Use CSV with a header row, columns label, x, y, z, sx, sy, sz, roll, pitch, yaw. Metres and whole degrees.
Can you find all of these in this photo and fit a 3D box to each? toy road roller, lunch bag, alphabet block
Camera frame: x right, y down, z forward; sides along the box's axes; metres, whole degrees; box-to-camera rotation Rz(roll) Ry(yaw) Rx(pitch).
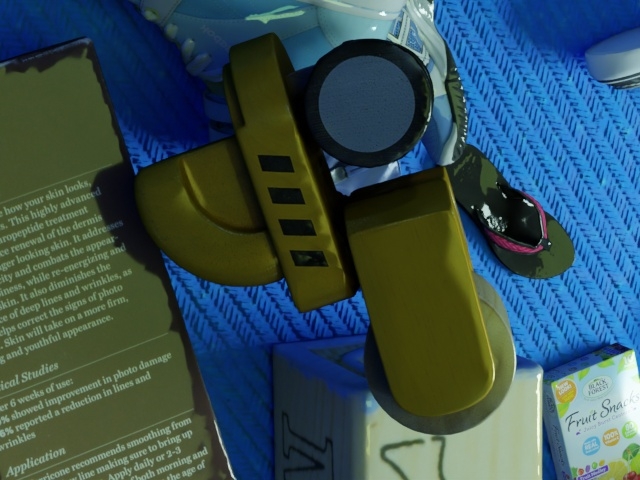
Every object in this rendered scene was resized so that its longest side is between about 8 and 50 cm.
label,x,y,z,sx,sy,sz,roll,pitch,yaw
toy road roller,0.000,0.000,1.346,0.240,0.202,0.330,-18,95,6
lunch bag,0.026,-0.067,1.549,0.098,0.065,0.067,-21,107,-19
alphabet block,0.076,0.197,1.547,0.192,0.193,0.197,-4,101,-22

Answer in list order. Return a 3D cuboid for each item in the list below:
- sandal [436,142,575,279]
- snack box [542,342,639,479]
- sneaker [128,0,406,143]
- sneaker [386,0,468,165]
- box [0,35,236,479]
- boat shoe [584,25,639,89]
label,x,y,z,sx,sy,sz,roll,pitch,yaw
sandal,0.179,-0.022,1.640,0.179,0.040,0.067,42,81,-24
snack box,0.276,0.186,1.722,0.100,0.037,0.141,-20,106,-21
sneaker,-0.098,-0.160,1.449,0.319,0.127,0.208,10,111,-10
sneaker,0.071,-0.163,1.553,0.081,0.080,0.211,-23,98,-13
box,-0.227,0.047,1.390,0.191,0.143,0.381,-20,101,-20
boat shoe,0.391,-0.169,1.683,0.301,0.108,0.102,-14,103,-29
